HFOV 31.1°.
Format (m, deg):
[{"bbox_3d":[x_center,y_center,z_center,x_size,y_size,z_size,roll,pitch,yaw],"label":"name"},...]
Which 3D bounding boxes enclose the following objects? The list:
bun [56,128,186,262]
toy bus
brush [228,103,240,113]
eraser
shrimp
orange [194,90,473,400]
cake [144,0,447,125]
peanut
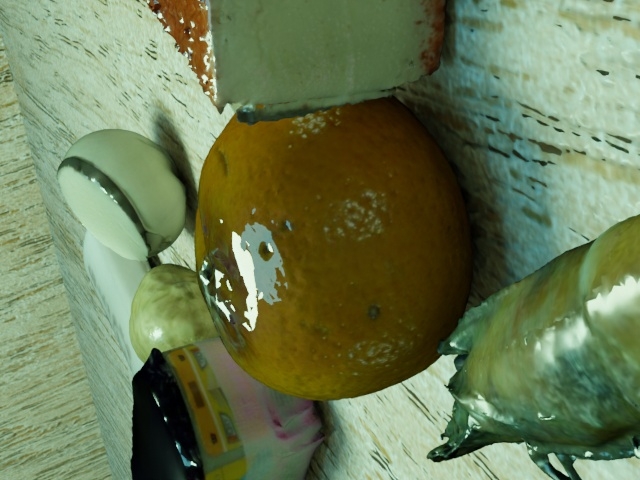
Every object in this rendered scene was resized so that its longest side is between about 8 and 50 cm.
[{"bbox_3d":[-0.232,-0.066,1.414,0.172,0.120,0.173,32,150,22],"label":"bun"},{"bbox_3d":[-0.106,0.236,1.266,0.171,0.162,0.386,60,157,26],"label":"toy bus"},{"bbox_3d":[-0.032,-0.106,0.951,0.328,0.065,0.070,64,155,-3],"label":"brush"},{"bbox_3d":[-0.266,0.110,1.703,0.174,0.094,0.270,92,154,-49],"label":"eraser"},{"bbox_3d":[0.172,0.119,0.560,0.272,0.085,0.445,67,156,-1],"label":"shrimp"},{"bbox_3d":[0.000,0.000,0.768,0.224,0.170,0.224,51,152,41],"label":"orange"},{"bbox_3d":[-0.045,-0.210,0.732,0.262,0.158,0.160,-129,31,-47],"label":"cake"},{"bbox_3d":[-0.175,0.098,1.410,0.253,0.122,0.137,143,117,-74],"label":"peanut"}]
